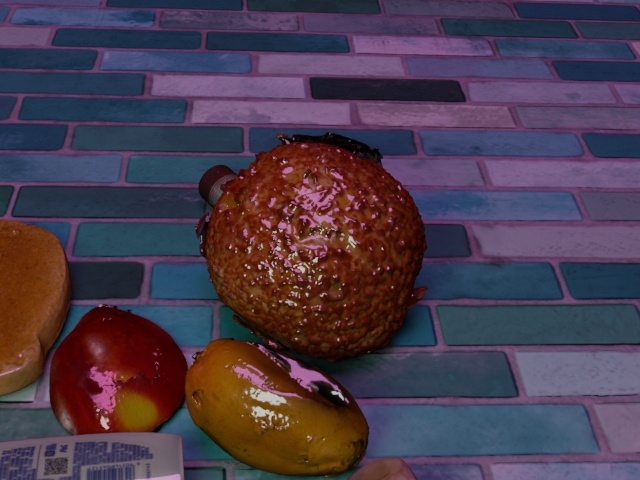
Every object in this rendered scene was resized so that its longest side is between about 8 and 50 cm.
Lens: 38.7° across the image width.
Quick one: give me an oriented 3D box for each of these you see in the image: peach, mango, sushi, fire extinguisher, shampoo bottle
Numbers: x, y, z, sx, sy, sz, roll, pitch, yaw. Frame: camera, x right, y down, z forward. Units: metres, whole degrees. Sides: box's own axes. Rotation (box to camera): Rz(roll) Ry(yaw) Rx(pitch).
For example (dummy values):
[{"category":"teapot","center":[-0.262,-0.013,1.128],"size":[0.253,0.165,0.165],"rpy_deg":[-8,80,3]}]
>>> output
[{"category":"peach","center":[-0.281,0.160,1.250],"size":[0.189,0.068,0.279],"rpy_deg":[-10,41,-20]},{"category":"mango","center":[-0.057,0.215,1.148],"size":[0.248,0.151,0.156],"rpy_deg":[21,1,8]},{"category":"sushi","center":[0.004,-0.112,1.563],"size":[0.115,0.147,0.212],"rpy_deg":[27,27,34]},{"category":"fire extinguisher","center":[-0.125,-0.031,1.501],"size":[0.099,0.071,0.231],"rpy_deg":[-40,53,-7]},{"category":"shampoo bottle","center":[-0.342,0.290,1.077],"size":[0.359,0.078,0.134],"rpy_deg":[-3,37,-9]}]

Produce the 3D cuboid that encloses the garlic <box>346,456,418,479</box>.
[{"category":"garlic","center":[0.026,0.346,1.008],"size":[0.229,0.178,0.143],"rpy_deg":[-36,84,-17]}]

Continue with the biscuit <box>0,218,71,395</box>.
[{"category":"biscuit","center":[-0.510,0.096,1.311],"size":[0.287,0.057,0.344],"rpy_deg":[1,40,-5]}]

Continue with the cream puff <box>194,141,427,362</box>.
[{"category":"cream puff","center":[0.004,-0.002,1.317],"size":[0.350,0.229,0.351],"rpy_deg":[10,54,-15]}]
